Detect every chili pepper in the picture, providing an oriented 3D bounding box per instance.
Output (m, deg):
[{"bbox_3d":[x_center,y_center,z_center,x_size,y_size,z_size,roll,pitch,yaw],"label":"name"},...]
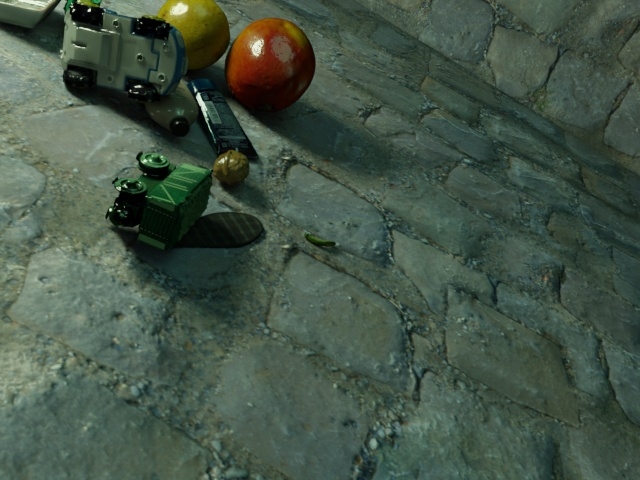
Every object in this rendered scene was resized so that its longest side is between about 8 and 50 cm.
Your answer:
[{"bbox_3d":[0.000,-0.001,1.708,0.083,0.017,0.030,20,31,-18],"label":"chili pepper"}]

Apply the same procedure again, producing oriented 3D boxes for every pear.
[{"bbox_3d":[-0.356,-0.566,2.026,0.209,0.209,0.209,22,32,-15],"label":"pear"}]

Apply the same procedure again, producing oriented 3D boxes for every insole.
[{"bbox_3d":[-0.238,-0.023,1.538,0.310,0.012,0.110,-4,47,-45],"label":"insole"}]

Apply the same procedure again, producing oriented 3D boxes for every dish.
[{"bbox_3d":[-0.727,-0.593,1.851,0.154,0.064,0.234,12,35,-4],"label":"dish"}]

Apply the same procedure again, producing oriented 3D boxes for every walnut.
[{"bbox_3d":[-0.204,-0.166,1.710,0.079,0.082,0.096,1,24,10],"label":"walnut"}]

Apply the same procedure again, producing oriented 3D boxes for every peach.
[{"bbox_3d":[-0.144,-0.476,2.056,0.281,0.281,0.238,56,-4,35],"label":"peach"}]

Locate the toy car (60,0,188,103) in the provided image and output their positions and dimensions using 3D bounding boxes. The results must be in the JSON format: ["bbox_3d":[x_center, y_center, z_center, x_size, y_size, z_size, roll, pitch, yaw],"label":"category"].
[{"bbox_3d":[-0.452,-0.437,1.732,0.314,0.198,0.166,12,18,5],"label":"toy car"}]

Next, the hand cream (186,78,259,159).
[{"bbox_3d":[-0.255,-0.305,1.888,0.120,0.061,0.270,-2,49,-41],"label":"hand cream"}]

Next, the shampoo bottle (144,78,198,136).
[{"bbox_3d":[-0.367,-0.341,1.810,0.127,0.078,0.256,0,41,-27],"label":"shampoo bottle"}]

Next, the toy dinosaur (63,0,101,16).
[{"bbox_3d":[-0.610,-0.576,1.890,0.094,0.153,0.259,16,43,-21],"label":"toy dinosaur"}]

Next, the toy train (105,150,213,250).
[{"bbox_3d":[-0.312,-0.087,1.449,0.154,0.115,0.269,17,24,2],"label":"toy train"}]
